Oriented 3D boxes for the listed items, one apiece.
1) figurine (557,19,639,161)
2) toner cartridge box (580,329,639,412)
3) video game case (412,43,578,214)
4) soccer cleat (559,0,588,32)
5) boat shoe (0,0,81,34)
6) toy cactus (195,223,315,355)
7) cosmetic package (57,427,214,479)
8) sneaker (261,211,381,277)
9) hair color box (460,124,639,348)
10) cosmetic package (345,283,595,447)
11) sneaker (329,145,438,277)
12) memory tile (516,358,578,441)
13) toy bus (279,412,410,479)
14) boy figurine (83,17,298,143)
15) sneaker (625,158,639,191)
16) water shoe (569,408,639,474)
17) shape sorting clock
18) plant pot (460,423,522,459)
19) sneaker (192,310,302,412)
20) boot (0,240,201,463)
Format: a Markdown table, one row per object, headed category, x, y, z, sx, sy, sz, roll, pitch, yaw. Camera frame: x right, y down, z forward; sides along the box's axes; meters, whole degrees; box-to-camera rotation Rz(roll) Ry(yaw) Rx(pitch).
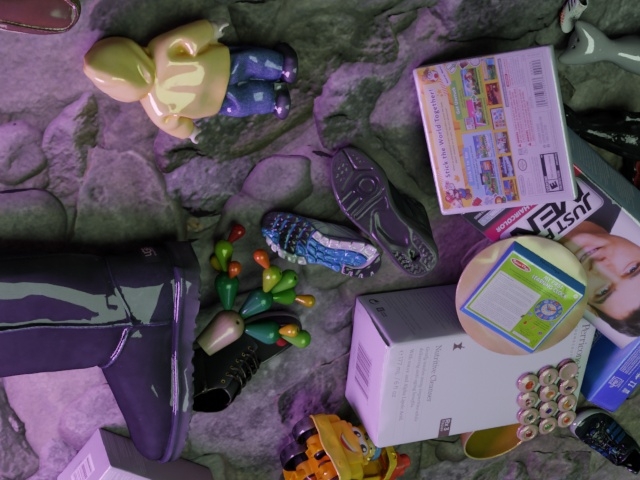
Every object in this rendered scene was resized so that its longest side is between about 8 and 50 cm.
| category | x | y | z | sx | sy | sz | roll | pitch | yaw |
| --- | --- | --- | --- | --- | --- | --- | --- | --- | --- |
| figurine | 0.443 | -0.236 | 1.801 | 0.209 | 0.092 | 0.215 | 5 | 119 | -20 |
| toner cartridge box | 0.556 | 0.114 | 2.023 | 0.075 | 0.165 | 0.348 | 26 | 108 | -33 |
| video game case | 0.254 | -0.157 | 1.690 | 0.206 | 0.026 | 0.227 | -6 | 106 | 24 |
| soccer cleat | 0.380 | -0.346 | 1.730 | 0.029 | 0.036 | 0.083 | 4 | 119 | -25 |
| boat shoe | -0.408 | -0.297 | 1.395 | 0.257 | 0.095 | 0.095 | 13 | 115 | -29 |
| toy cactus | -0.114 | 0.098 | 1.764 | 0.180 | 0.112 | 0.219 | -40 | 118 | -4 |
| cosmetic package | -0.291 | 0.414 | 1.904 | 0.238 | 0.107 | 0.127 | 30 | 106 | -37 |
| sneaker | 0.000 | 0.000 | 1.779 | 0.190 | 0.083 | 0.071 | 21 | 110 | -7 |
| hair color box | 0.415 | -0.014 | 1.822 | 0.374 | 0.114 | 0.185 | 38 | 121 | -19 |
| cosmetic package | 0.250 | 0.195 | 1.952 | 0.384 | 0.156 | 0.217 | -7 | 122 | -18 |
| sneaker | 0.095 | -0.052 | 1.782 | 0.087 | 0.130 | 0.227 | -40 | 100 | 12 |
| memory tile | 0.382 | 0.270 | 1.953 | 0.113 | 0.012 | 0.148 | -16 | 125 | -14 |
| toy bus | 0.059 | 0.379 | 1.975 | 0.211 | 0.149 | 0.220 | -10 | 146 | -23 |
| boy figurine | -0.177 | -0.212 | 1.552 | 0.285 | 0.092 | 0.177 | -1 | 122 | -21 |
| sneaker | 0.571 | -0.055 | 1.950 | 0.136 | 0.116 | 0.314 | 0 | 121 | -24 |
| water shoe | 0.567 | 0.390 | 2.258 | 0.203 | 0.080 | 0.073 | 29 | 106 | -34 |
| shape sorting clock | 0.311 | 0.085 | 1.798 | 0.206 | 0.040 | 0.206 | 0 | 117 | 0 |
| plant pot | 0.301 | 0.314 | 2.080 | 0.134 | 0.095 | 0.134 | -13 | 138 | -12 |
| sneaker | -0.119 | 0.197 | 1.822 | 0.222 | 0.118 | 0.083 | -23 | 127 | -7 |
| boot | -0.411 | 0.177 | 1.666 | 0.445 | 0.146 | 0.367 | -4 | 113 | -25 |
